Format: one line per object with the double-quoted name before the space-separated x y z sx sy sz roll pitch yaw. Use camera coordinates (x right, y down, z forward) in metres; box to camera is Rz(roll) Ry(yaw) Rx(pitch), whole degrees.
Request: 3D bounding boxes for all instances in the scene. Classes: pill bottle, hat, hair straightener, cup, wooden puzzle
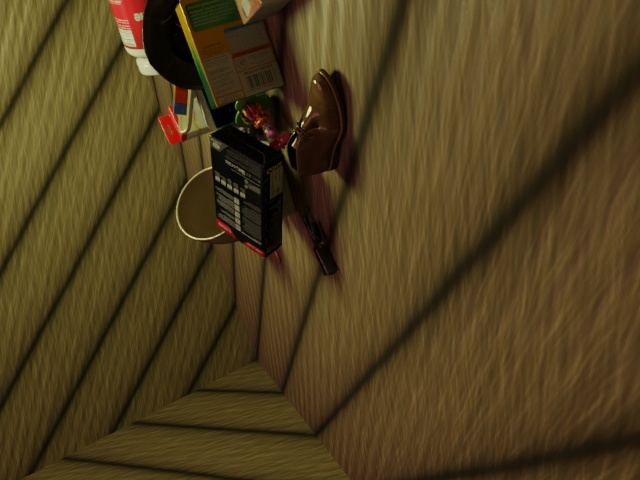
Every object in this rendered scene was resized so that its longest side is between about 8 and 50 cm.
"pill bottle" -0.733 -0.917 2.344 0.229 0.228 0.408 48 155 44
"hat" -0.358 -0.607 1.639 0.134 0.331 0.332 -88 -22 -78
"hair straightener" 0.000 0.000 1.753 0.231 0.047 0.089 71 161 -3
"cup" -0.405 -0.115 2.377 0.331 0.331 0.237 55 -175 31
"wooden puzzle" -0.463 -0.591 1.918 0.322 0.080 0.348 -104 28 -44

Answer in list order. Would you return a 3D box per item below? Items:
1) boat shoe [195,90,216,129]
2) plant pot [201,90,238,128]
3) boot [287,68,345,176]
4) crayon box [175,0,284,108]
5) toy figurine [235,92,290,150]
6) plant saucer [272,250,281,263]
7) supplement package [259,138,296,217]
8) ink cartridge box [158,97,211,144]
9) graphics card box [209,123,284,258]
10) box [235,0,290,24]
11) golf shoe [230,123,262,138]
"boat shoe" -0.421 -0.563 2.104 0.305 0.109 0.091 90 156 -46
"plant pot" -0.300 -0.462 1.817 0.234 0.165 0.166 -150 39 -73
"boot" -0.015 -0.263 1.337 0.112 0.115 0.305 57 159 31
"crayon box" -0.246 -0.538 1.491 0.083 0.203 0.323 23 134 65
"toy figurine" -0.156 -0.337 1.638 0.159 0.130 0.173 48 -179 13
"plant saucer" -0.194 0.062 2.410 0.083 0.013 0.084 55 160 32
"supplement package" -0.194 -0.195 1.887 0.139 0.133 0.244 36 147 56
"ink cartridge box" -0.534 -0.498 2.308 0.134 0.230 0.078 64 162 3
"graphics card box" -0.227 -0.146 1.739 0.232 0.094 0.371 32 141 27
"box" -0.142 -0.598 1.304 0.170 0.091 0.130 13 125 68
"golf shoe" -0.293 -0.362 1.919 0.077 0.198 0.094 32 -142 -65
